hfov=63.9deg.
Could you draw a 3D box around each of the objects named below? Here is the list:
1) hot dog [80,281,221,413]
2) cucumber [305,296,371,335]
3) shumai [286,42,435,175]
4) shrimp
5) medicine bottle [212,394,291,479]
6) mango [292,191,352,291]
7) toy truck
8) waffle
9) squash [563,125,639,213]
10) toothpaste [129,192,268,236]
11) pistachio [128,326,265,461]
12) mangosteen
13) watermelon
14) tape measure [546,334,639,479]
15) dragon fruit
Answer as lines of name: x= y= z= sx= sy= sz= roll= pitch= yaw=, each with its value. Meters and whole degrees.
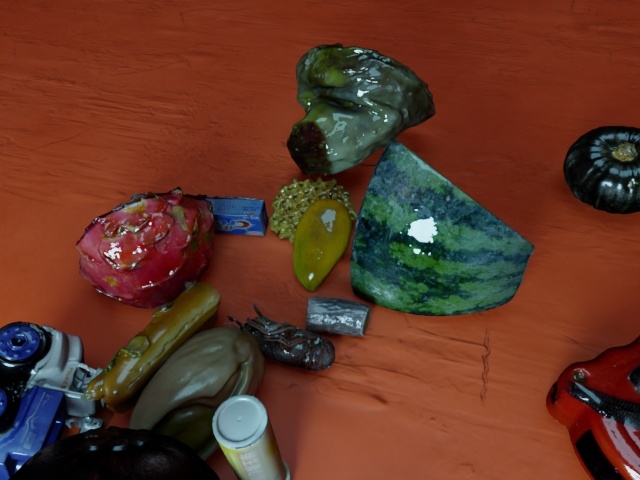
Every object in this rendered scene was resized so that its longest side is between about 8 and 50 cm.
hot dog: x=-0.246 y=0.158 z=0.795 sx=0.072 sy=0.109 sz=0.269 roll=34 pitch=45 yaw=12
cucumber: x=0.029 y=0.128 z=0.862 sx=0.112 sy=0.064 sz=0.064 roll=6 pitch=49 yaw=5
shumai: x=0.063 y=-0.242 z=1.109 sx=0.309 sy=0.304 sz=0.263 roll=11 pitch=73 yaw=57
shrimp: x=-0.067 y=0.157 z=0.827 sx=0.190 sy=0.074 sz=0.073 roll=14 pitch=45 yaw=14
medicine bottle: x=-0.082 y=0.267 z=0.637 sx=0.074 sy=0.218 sz=0.073 roll=-2 pitch=48 yaw=2
mango: x=0.000 y=0.000 z=0.942 sx=0.101 sy=0.066 sz=0.187 roll=19 pitch=80 yaw=8
toy truck: x=-0.401 y=0.236 z=0.742 sx=0.177 sy=0.161 sz=0.213 roll=15 pitch=47 yaw=-10
waffle: x=-0.016 y=-0.059 z=1.038 sx=0.191 sy=0.038 sz=0.191 roll=-1 pitch=51 yaw=2
squash: x=0.585 y=-0.142 z=1.009 sx=0.193 sy=0.155 sz=0.193 roll=-20 pitch=37 yaw=16
toothpaste: x=-0.244 y=-0.051 z=1.026 sx=0.273 sy=0.066 sz=0.053 roll=3 pitch=49 yaw=6
pistachio: x=-0.177 y=0.225 z=0.740 sx=0.138 sy=0.153 sz=0.237 roll=44 pitch=58 yaw=-14
mangosteen: x=-0.234 y=0.355 z=0.572 sx=0.288 sy=0.287 sz=0.233 roll=-1 pitch=20 yaw=2
watermelon: x=0.216 y=-0.040 z=0.877 sx=0.283 sy=0.250 sz=0.292 roll=16 pitch=54 yaw=9
tape measure: x=0.469 y=0.247 z=0.695 sx=0.253 sy=0.114 sz=0.260 roll=-18 pitch=50 yaw=-11
dragon fruit: x=-0.289 y=0.018 z=0.898 sx=0.262 sy=0.163 sz=0.189 roll=-36 pitch=97 yaw=-9
